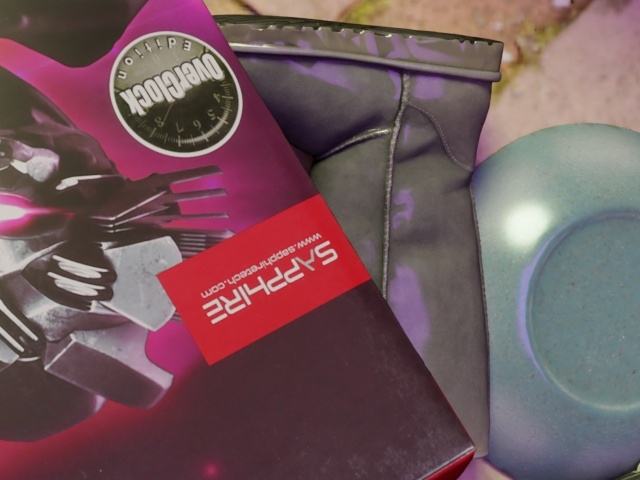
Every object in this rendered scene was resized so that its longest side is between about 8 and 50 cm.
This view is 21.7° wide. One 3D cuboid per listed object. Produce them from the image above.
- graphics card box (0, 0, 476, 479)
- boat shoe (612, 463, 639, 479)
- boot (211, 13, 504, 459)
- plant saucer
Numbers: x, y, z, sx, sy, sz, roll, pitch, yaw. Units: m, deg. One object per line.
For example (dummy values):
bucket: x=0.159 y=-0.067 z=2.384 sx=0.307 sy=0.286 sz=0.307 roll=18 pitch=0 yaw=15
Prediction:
graphics card box: x=-0.130 y=-0.008 z=0.673 sx=0.233 sy=0.094 sz=0.371 roll=-27 pitch=80 yaw=-25
boat shoe: x=0.195 y=0.138 z=0.855 sx=0.219 sy=0.070 sz=0.078 roll=-11 pitch=91 yaw=-14
boot: x=-0.001 y=0.000 z=0.798 sx=0.190 sy=0.076 sz=0.208 roll=6 pitch=101 yaw=-3
plant saucer: x=0.146 y=0.035 z=0.857 sx=0.195 sy=0.037 sz=0.195 roll=0 pitch=90 yaw=-18
